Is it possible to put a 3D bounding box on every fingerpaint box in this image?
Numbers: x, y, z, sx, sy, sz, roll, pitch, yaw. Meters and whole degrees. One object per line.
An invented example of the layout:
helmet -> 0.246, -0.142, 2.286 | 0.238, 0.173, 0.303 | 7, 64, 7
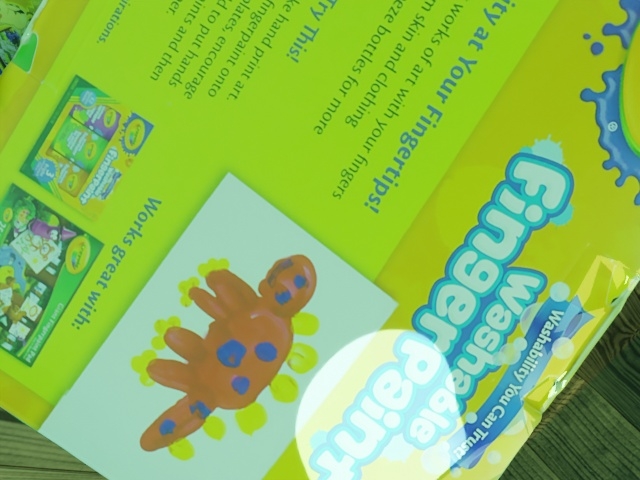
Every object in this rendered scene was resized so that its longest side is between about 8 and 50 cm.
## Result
fingerpaint box -> 0.005, -0.044, 0.430 | 0.445, 0.371, 0.163 | -58, 178, 6

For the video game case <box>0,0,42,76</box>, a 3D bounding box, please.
video game case -> -0.257, -0.063, 0.513 | 0.248, 0.035, 0.275 | -29, 139, -14
